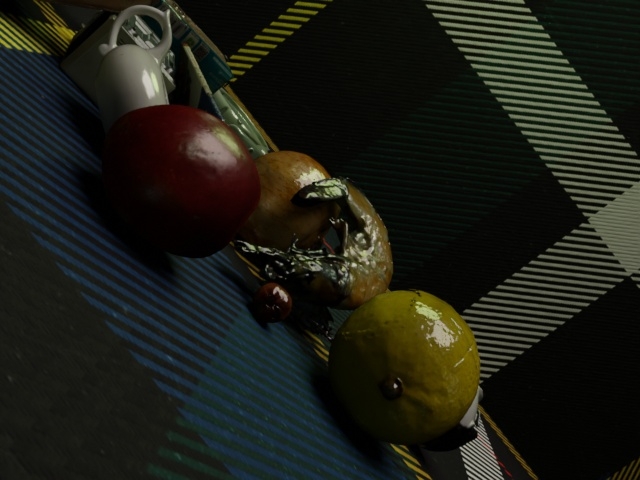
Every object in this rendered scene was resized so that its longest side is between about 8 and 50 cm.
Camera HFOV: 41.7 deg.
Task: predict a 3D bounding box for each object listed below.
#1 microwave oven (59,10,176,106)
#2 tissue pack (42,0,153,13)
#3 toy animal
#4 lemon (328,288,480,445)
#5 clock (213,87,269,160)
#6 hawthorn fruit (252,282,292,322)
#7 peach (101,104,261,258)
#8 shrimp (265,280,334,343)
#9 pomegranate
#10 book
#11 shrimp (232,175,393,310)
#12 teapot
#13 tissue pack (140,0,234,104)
[{"bbox_3d":[-0.363,-0.330,1.562,0.194,0.145,0.240,45,10,-25],"label":"microwave oven"},{"bbox_3d":[-0.422,-0.527,1.375,0.305,0.239,0.239,-4,49,-41],"label":"tissue pack"},{"bbox_3d":[0.234,0.326,1.837,0.267,0.212,0.212,51,7,-33],"label":"toy animal"},{"bbox_3d":[0.154,0.229,1.544,0.297,0.297,0.297,51,8,-10],"label":"lemon"},{"bbox_3d":[-0.241,-0.290,2.207,0.324,0.108,0.265,57,10,33],"label":"clock"},{"bbox_3d":[-0.086,0.110,1.470,0.077,0.077,0.077,51,8,-10],"label":"hawthorn fruit"},{"bbox_3d":[-0.201,-0.096,1.210,0.243,0.199,0.243,49,18,-21],"label":"peach"},{"bbox_3d":[-0.027,0.140,1.671,0.233,0.079,0.090,53,43,-13],"label":"shrimp"},{"bbox_3d":[-0.073,-0.069,1.756,0.248,0.248,0.248,51,8,-10],"label":"pomegranate"},{"bbox_3d":[-0.235,-0.188,1.503,0.018,0.228,0.322,3,32,-23],"label":"book"},{"bbox_3d":[0.000,0.000,1.616,0.445,0.085,0.272,4,80,-48],"label":"shrimp"},{"bbox_3d":[-0.285,-0.227,1.360,0.204,0.139,0.298,-117,-164,-77],"label":"teapot"},{"bbox_3d":[-0.343,-0.409,1.835,0.271,0.192,0.134,45,12,-47],"label":"tissue pack"}]
